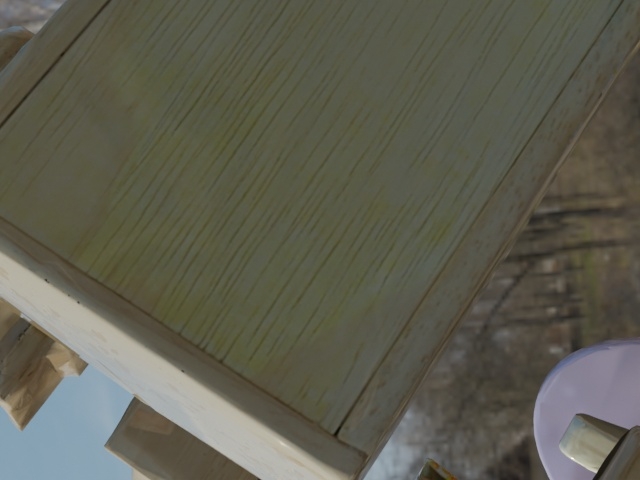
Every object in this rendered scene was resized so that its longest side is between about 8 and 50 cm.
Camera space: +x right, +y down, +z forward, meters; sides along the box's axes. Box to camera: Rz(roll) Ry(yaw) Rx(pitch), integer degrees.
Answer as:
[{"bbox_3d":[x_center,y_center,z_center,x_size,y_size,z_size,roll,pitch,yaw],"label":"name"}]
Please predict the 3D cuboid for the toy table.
[{"bbox_3d":[0.280,0.181,0.902,0.161,0.274,0.252,-22,-52,-80],"label":"toy table"}]

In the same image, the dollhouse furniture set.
[{"bbox_3d":[0.000,0.000,0.581,0.256,0.362,0.394,-54,-10,-20],"label":"dollhouse furniture set"}]
